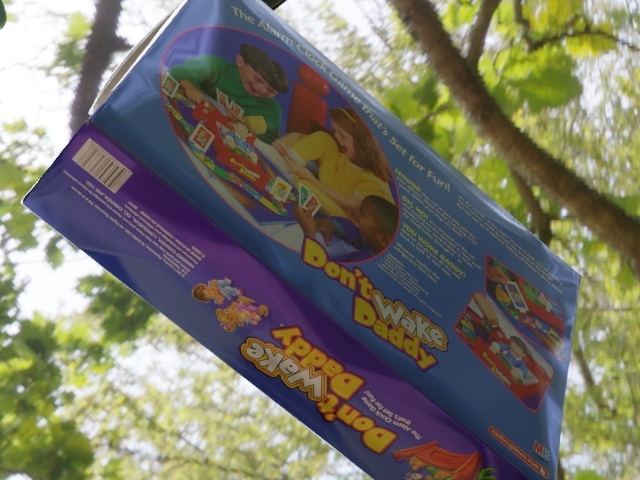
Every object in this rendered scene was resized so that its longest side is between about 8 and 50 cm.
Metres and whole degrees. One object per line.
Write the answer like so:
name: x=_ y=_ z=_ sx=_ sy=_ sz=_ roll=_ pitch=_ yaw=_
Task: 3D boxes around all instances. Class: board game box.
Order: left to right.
board game box: x=0.011 y=0.002 z=0.816 sx=0.347 sy=0.233 sz=0.078 roll=40 pitch=-55 yaw=-11

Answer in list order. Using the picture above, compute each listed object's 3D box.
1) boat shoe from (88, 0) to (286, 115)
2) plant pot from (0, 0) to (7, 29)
boat shoe: x=-0.108 y=-0.214 z=1.289 sx=0.091 sy=0.114 sz=0.302 roll=44 pitch=-103 yaw=-12
plant pot: x=-0.478 y=-0.215 z=1.306 sx=0.271 sy=0.271 sz=0.255 roll=43 pitch=-108 yaw=-4
